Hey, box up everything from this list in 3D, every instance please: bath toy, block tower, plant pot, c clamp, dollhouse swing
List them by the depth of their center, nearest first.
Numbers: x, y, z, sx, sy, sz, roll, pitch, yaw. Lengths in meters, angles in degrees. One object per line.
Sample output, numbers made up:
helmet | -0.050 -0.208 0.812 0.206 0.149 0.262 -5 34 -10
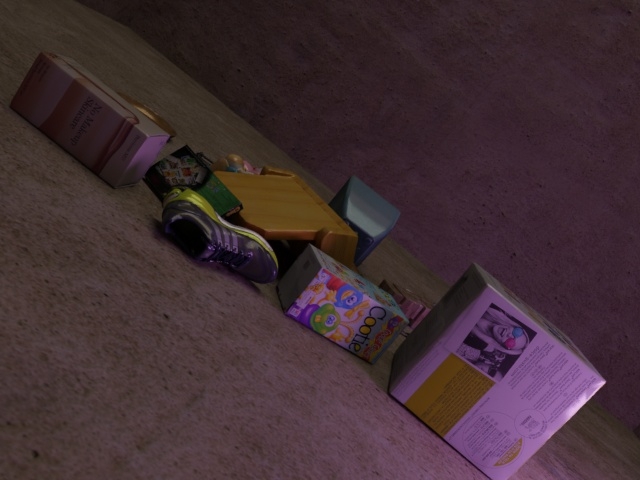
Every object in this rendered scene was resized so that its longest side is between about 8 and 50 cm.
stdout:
dollhouse swing | -0.126 -0.009 1.621 0.304 0.315 0.347 -14 42 -30
plant pot | -0.582 -0.405 1.981 0.236 0.032 0.236 37 10 -8
bath toy | -0.256 -0.204 1.995 0.348 0.129 0.152 -9 92 -72
block tower | 0.302 0.232 2.054 0.335 0.097 0.091 29 15 -43
c clamp | -0.375 -0.264 2.105 0.160 0.022 0.137 33 17 -31
plant pot | 0.124 -0.047 2.267 0.247 0.248 0.252 37 27 -5

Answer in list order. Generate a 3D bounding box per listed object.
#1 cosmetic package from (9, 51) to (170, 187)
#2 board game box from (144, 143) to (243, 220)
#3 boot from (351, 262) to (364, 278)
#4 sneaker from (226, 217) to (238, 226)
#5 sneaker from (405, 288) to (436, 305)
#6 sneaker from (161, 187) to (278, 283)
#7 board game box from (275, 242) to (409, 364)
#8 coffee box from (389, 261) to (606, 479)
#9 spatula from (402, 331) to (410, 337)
cosmetic package | -0.512 -0.267 1.346 0.296 0.153 0.129 37 13 0
board game box | -0.312 -0.123 1.454 0.260 0.136 0.030 46 -20 31
boot | 0.030 0.043 1.795 0.270 0.089 0.236 55 3 -3
sneaker | -0.259 -0.051 1.556 0.135 0.052 0.058 45 34 -20
sneaker | 0.390 0.252 2.275 0.085 0.086 0.237 27 14 -39
sneaker | -0.224 0.014 1.306 0.300 0.111 0.121 33 28 -16
board game box | 0.051 0.154 1.448 0.275 0.142 0.144 33 12 -23
coffee box | 0.406 0.303 1.464 0.334 0.338 0.337 40 11 4
spatula | 0.260 0.279 1.894 0.296 0.030 0.084 35 9 -13
